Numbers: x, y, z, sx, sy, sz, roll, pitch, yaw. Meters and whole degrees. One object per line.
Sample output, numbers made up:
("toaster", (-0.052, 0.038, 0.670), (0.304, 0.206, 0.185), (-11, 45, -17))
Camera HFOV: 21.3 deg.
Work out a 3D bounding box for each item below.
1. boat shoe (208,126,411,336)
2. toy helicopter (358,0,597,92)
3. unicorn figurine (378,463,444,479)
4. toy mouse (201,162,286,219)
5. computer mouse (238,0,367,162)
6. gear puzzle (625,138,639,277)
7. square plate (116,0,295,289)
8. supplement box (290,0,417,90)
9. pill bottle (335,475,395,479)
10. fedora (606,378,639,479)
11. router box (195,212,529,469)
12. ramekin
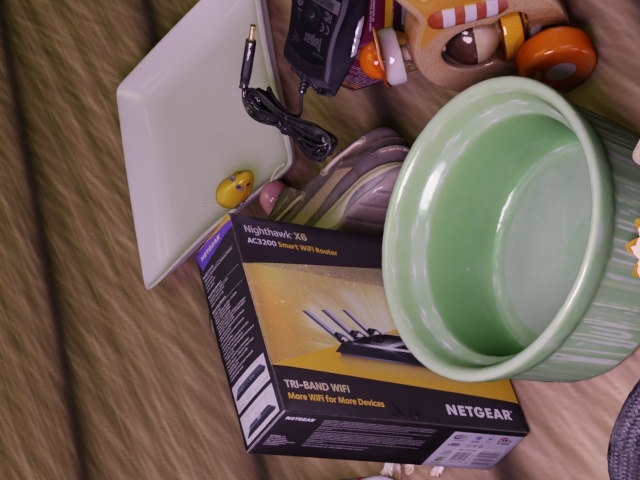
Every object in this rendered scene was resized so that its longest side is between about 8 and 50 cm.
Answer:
("boat shoe", (0.000, 0.000, 2.014), (0.355, 0.132, 0.130), (-39, 41, 29))
("toy helicopter", (0.107, -0.240, 1.732), (0.235, 0.355, 0.140), (-26, 59, 27))
("unicorn figurine", (0.087, 0.208, 1.884), (0.161, 0.060, 0.111), (-8, 73, 35))
("toy mouse", (-0.079, -0.025, 2.134), (0.161, 0.031, 0.143), (-40, 76, 38))
("computer mouse", (-0.016, -0.237, 1.967), (0.184, 0.060, 0.262), (32, 124, 43))
("gear puzzle", (0.386, -0.099, 1.528), (0.175, 0.044, 0.339), (27, 100, 12))
("square plate", (-0.153, -0.156, 2.306), (0.347, 0.049, 0.344), (-39, 52, 40))
("supplement box", (0.062, -0.243, 2.002), (0.188, 0.104, 0.081), (-13, 70, 50))
("pill bottle", (0.014, 0.322, 1.894), (0.180, 0.108, 0.108), (-18, 66, 50))
("fedora", (0.393, 0.133, 1.374), (0.334, 0.334, 0.152), (-47, 16, 34))
("router box", (0.042, 0.107, 1.754), (0.081, 0.308, 0.243), (-50, 45, 38))
("ramekin", (0.213, 0.000, 1.695), (0.303, 0.148, 0.304), (-20, 64, 48))
